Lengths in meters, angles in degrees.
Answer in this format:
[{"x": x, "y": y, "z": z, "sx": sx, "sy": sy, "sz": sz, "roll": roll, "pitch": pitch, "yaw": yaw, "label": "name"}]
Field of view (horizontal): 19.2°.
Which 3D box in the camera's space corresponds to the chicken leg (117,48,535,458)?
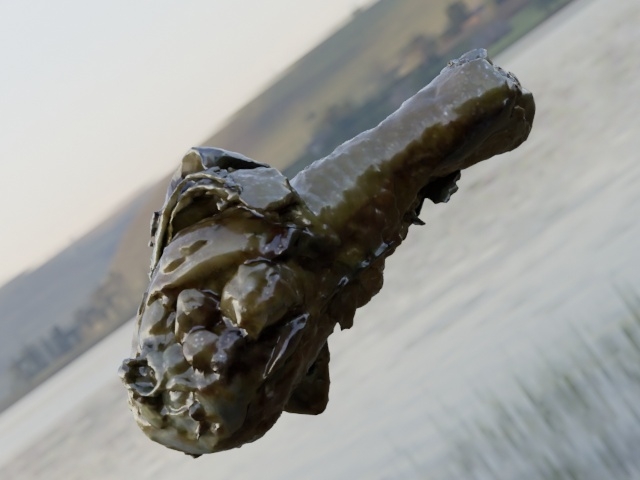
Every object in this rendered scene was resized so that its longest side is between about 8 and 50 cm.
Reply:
[{"x": -0.004, "y": -0.002, "z": 0.734, "sx": 0.196, "sy": 0.080, "sz": 0.125, "roll": -55, "pitch": -33, "yaw": 7, "label": "chicken leg"}]
